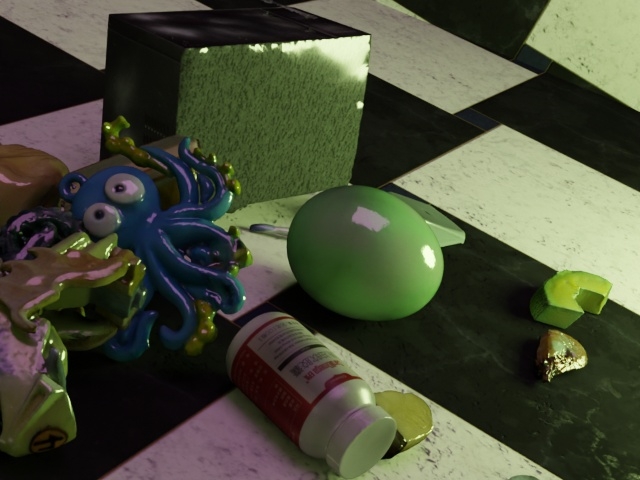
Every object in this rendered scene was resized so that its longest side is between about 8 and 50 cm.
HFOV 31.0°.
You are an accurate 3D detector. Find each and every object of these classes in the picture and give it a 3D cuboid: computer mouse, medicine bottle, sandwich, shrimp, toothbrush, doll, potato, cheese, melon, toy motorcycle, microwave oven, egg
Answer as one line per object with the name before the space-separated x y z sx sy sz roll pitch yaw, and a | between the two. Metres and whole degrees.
computer mouse | 0.186 -0.032 2.269 0.231 0.079 0.128 13 26 -47
medicine bottle | -0.016 0.214 1.617 0.131 0.131 0.250 -10 39 -44
sandwich | -0.312 -0.065 1.839 0.198 0.227 0.155 10 28 -18
shrimp | 0.416 0.202 2.012 0.091 0.043 0.184 32 29 17
toothbrush | 0.000 0.000 2.141 0.269 0.027 0.021 11 41 -12
doll | -0.253 0.004 1.677 0.341 0.346 0.099 30 -12 15
potato | 0.112 0.270 1.670 0.103 0.066 0.096 0 47 -42
cheese | -0.532 -0.093 1.887 0.214 0.117 0.226 20 22 9
melon | 0.476 0.110 2.206 0.118 0.064 0.209 34 33 17
toy motorcycle | -0.377 0.120 1.492 0.237 0.168 0.410 22 48 3
microwave oven | -0.157 -0.241 2.116 0.432 0.374 0.236 -13 31 -40
egg | 0.075 0.022 1.931 0.270 0.220 0.220 20 27 0

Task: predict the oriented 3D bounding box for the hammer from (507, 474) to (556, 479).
hammer | 0.313 0.413 1.575 0.103 0.029 0.246 11 30 -16
